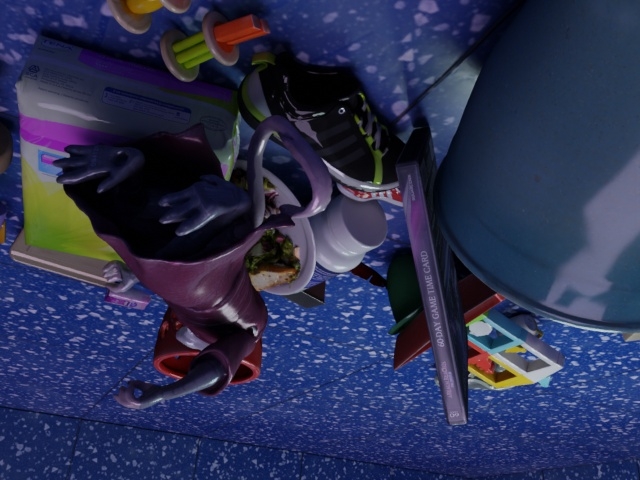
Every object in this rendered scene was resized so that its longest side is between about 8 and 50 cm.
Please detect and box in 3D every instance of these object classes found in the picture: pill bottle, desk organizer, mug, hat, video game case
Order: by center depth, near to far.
[{"bbox_3d":[0.128,0.027,0.677,0.026,0.196,0.274,-8,107,16],"label":"video game case"},{"bbox_3d":[0.000,0.000,0.878,0.112,0.112,0.187,23,148,-32],"label":"pill bottle"},{"bbox_3d":[0.131,0.037,1.029,0.173,0.183,0.208,-40,163,16],"label":"hat"},{"bbox_3d":[-0.047,0.072,1.088,0.047,0.050,0.130,-17,146,35],"label":"desk organizer"},{"bbox_3d":[0.395,0.173,1.223,0.078,0.062,0.064,-10,156,-39],"label":"mug"}]

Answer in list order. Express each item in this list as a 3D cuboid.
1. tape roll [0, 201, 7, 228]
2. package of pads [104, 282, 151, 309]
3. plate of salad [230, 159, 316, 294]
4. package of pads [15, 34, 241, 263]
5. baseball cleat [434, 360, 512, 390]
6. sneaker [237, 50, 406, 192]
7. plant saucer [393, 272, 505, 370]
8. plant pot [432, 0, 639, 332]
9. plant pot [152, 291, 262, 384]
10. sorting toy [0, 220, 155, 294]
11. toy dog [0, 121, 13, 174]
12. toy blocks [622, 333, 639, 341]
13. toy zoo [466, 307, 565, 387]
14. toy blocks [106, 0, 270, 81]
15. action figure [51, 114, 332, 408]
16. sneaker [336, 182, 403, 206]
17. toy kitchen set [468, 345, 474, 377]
[{"bbox_3d":[-0.524,-0.034,0.818,0.189,0.080,0.189,23,-173,-3],"label":"tape roll"},{"bbox_3d":[-0.381,0.111,1.231,0.083,0.032,0.050,17,147,-22],"label":"package of pads"},{"bbox_3d":[-0.091,-0.010,0.829,0.200,0.048,0.199,23,130,31],"label":"plate of salad"},{"bbox_3d":[-0.229,-0.080,0.749,0.229,0.101,0.296,13,145,-16],"label":"package of pads"},{"bbox_3d":[0.386,0.331,1.525,0.206,0.072,0.109,-3,166,23],"label":"baseball cleat"},{"bbox_3d":[0.023,-0.125,0.666,0.235,0.084,0.097,20,147,-28],"label":"sneaker"},{"bbox_3d":[0.238,0.089,0.966,0.259,0.047,0.258,-28,163,-24],"label":"plant saucer"},{"bbox_3d":[0.251,-0.108,0.500,0.272,0.271,0.255,5,138,-1],"label":"plant pot"},{"bbox_3d":[-0.196,0.157,1.140,0.191,0.174,0.191,4,153,2],"label":"plant pot"},{"bbox_3d":[-0.390,0.001,1.012,0.348,0.047,0.196,22,144,-30],"label":"sorting toy"},{"bbox_3d":[-0.464,-0.080,0.633,0.161,0.333,0.220,26,124,-5],"label":"toy dog"},{"bbox_3d":[0.560,0.023,0.809,0.261,0.190,0.381,-8,152,-1],"label":"toy blocks"},{"bbox_3d":[0.327,0.206,1.208,0.293,0.030,0.192,34,146,-9],"label":"toy zoo"},{"bbox_3d":[-0.094,-0.210,0.553,0.148,0.054,0.123,-13,147,28],"label":"toy blocks"},{"bbox_3d":[-0.128,0.028,0.696,0.276,0.248,0.370,-26,144,-7],"label":"action figure"},{"bbox_3d":[0.084,-0.076,0.796,0.119,0.042,0.067,7,157,-22],"label":"sneaker"},{"bbox_3d":[0.345,0.255,1.372,0.075,0.083,0.068,21,106,-30],"label":"toy kitchen set"}]
